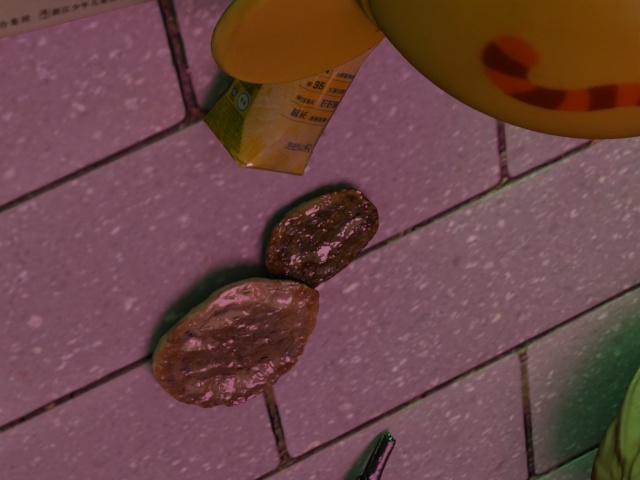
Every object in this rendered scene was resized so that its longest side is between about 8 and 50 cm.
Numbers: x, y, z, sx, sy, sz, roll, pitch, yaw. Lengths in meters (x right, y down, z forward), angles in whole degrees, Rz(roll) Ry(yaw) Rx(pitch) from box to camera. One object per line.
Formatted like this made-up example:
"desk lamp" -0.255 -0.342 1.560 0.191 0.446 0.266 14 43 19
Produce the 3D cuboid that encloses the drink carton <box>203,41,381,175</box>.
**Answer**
"drink carton" -0.002 -0.143 1.347 0.084 0.074 0.200 8 125 -41

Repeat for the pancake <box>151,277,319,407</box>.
"pancake" -0.065 0.081 1.547 0.151 0.025 0.151 -17 141 -14

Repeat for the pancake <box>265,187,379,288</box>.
"pancake" 0.001 -0.001 1.529 0.108 0.017 0.108 -24 143 -19

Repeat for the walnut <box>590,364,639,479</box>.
"walnut" 0.444 0.239 1.850 0.381 0.381 0.381 -20 138 -19

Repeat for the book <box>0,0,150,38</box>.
"book" -0.179 -0.275 1.115 0.260 0.043 0.371 -17 137 -21

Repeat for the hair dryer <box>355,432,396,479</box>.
"hair dryer" 0.048 0.273 1.807 0.195 0.075 0.219 -10 127 -42

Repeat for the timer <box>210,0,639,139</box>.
"timer" 0.134 -0.228 1.162 0.387 0.376 0.376 -12 135 -22
